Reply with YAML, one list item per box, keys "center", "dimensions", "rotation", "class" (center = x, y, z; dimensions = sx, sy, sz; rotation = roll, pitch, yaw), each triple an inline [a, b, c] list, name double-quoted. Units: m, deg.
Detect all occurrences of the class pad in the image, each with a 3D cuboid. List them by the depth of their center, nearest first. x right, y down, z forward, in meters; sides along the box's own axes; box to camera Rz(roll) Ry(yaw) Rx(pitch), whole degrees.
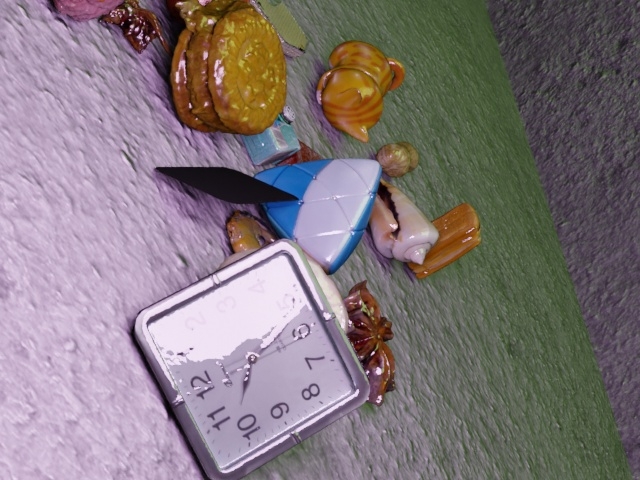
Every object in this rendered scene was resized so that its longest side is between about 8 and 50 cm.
- center: [-0.093, -0.039, 1.612]
  dimensions: [0.323, 0.055, 0.250]
  rotation: [44, 20, 17]
  class: "pad"

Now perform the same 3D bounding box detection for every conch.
- center: [0.165, -0.034, 2.228]
  dimensions: [0.158, 0.127, 0.255]
  rotation: [2, 37, -30]
  class: "conch"

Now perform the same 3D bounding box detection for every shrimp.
- center: [-0.081, 0.047, 1.727]
  dimensions: [0.253, 0.058, 0.173]
  rotation: [49, 21, -27]
  class: "shrimp"

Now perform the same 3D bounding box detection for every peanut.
- center: [0.197, -0.203, 2.455]
  dimensions: [0.089, 0.089, 0.193]
  rotation: [66, 26, 2]
  class: "peanut"

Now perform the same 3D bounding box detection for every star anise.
- center: [-0.298, -0.355, 1.656]
  dimensions: [0.191, 0.070, 0.097]
  rotation: [55, 24, -28]
  class: "star anise"
- center: [0.083, 0.196, 1.858]
  dimensions: [0.220, 0.098, 0.214]
  rotation: [-59, 133, -66]
  class: "star anise"

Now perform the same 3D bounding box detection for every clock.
- center: [-0.095, 0.168, 1.401]
  dimensions: [0.273, 0.278, 0.049]
  rotation: [64, -19, -2]
  class: "clock"

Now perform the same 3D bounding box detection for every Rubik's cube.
- center: [0.000, 0.000, 1.792]
  dimensions: [0.254, 0.254, 0.254]
  rotation: [44, 32, -37]
  class: "Rubik's cube"

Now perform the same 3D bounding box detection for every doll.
- center: [0.083, -0.354, 2.290]
  dimensions: [0.167, 0.162, 0.270]
  rotation: [66, 31, -33]
  class: "doll"

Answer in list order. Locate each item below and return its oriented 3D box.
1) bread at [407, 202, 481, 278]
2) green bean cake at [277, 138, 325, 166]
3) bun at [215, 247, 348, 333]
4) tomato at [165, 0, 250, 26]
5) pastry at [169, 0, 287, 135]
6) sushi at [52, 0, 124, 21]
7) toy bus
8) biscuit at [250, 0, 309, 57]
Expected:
- center: [0.291, 0.002, 2.307]
  dimensions: [0.077, 0.200, 0.116]
  rotation: [50, 16, -26]
  class: "bread"
- center: [-0.032, -0.126, 1.968]
  dimensions: [0.135, 0.056, 0.136]
  rotation: [36, 37, -48]
  class: "green bean cake"
- center: [-0.078, 0.122, 1.518]
  dimensions: [0.239, 0.141, 0.239]
  rotation: [6, 76, -23]
  class: "bun"
- center: [-0.209, -0.457, 1.810]
  dimensions: [0.167, 0.167, 0.167]
  rotation: [44, 32, -37]
  class: "tomato"
- center: [-0.150, -0.299, 1.706]
  dimensions: [0.240, 0.132, 0.235]
  rotation: [-24, 122, -63]
  class: "pastry"
- center: [-0.390, -0.429, 1.492]
  dimensions: [0.241, 0.107, 0.161]
  rotation: [20, 47, -63]
  class: "sushi"
- center: [-0.130, -0.274, 1.884]
  dimensions: [0.109, 0.091, 0.262]
  rotation: [-22, 85, -58]
  class: "toy bus"
- center: [-0.114, -0.510, 2.175]
  dimensions: [0.250, 0.046, 0.147]
  rotation: [52, 27, -24]
  class: "biscuit"
